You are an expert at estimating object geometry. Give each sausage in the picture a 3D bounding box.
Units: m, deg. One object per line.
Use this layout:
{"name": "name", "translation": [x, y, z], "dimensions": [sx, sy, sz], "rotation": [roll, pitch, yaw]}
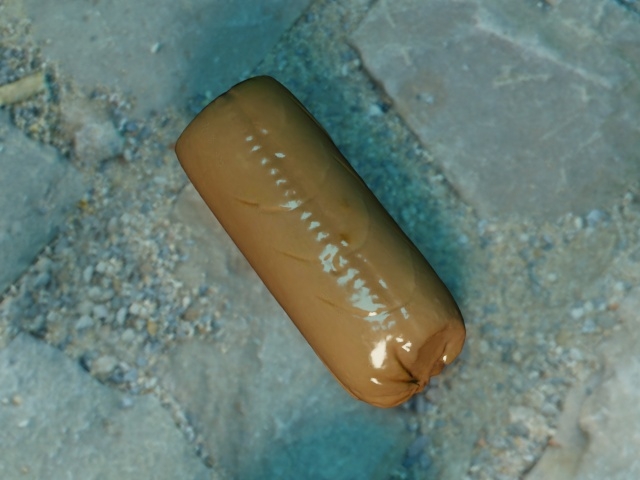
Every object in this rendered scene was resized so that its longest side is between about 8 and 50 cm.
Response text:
{"name": "sausage", "translation": [0.001, 0.001, 1.584], "dimensions": [0.121, 0.121, 0.304], "rotation": [-37, 71, -1]}
